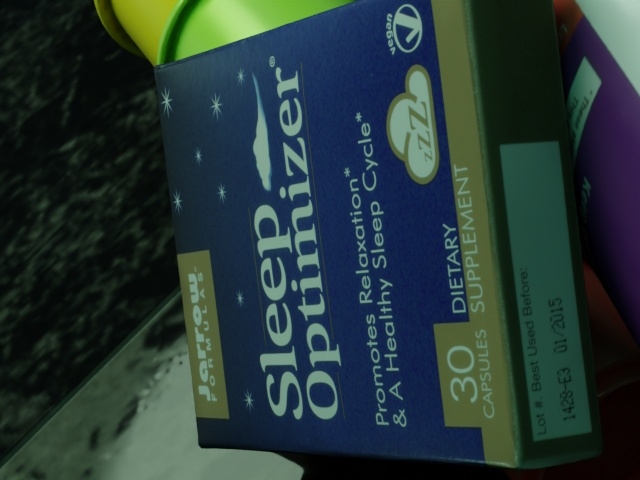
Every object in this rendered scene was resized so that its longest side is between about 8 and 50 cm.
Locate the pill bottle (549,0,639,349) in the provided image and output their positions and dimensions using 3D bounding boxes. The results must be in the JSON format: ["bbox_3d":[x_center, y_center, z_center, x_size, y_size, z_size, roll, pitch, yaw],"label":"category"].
[{"bbox_3d":[0.181,0.021,0.465,0.181,0.181,0.323,-30,46,7],"label":"pill bottle"}]

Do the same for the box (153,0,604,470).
[{"bbox_3d":[0.000,0.000,0.589,0.225,0.036,0.136,-8,89,60],"label":"box"}]

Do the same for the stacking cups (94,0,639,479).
[{"bbox_3d":[0.023,-0.024,0.677,0.096,0.096,0.316,-39,50,-1],"label":"stacking cups"}]
